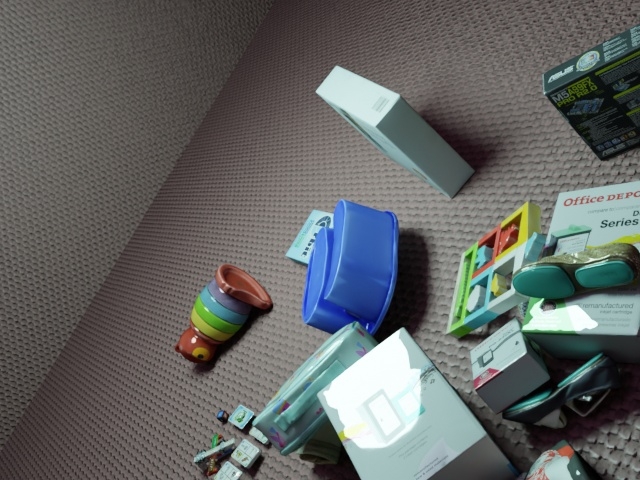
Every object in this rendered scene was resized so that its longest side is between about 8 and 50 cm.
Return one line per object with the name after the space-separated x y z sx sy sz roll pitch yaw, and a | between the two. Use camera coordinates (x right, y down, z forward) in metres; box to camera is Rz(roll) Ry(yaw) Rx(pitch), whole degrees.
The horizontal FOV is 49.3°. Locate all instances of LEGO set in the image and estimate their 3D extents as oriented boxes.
-0.210 0.499 1.699 0.182 0.060 0.244 -50 30 -20 | LEGO set

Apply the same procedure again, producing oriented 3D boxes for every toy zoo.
0.329 0.053 1.294 0.293 0.030 0.192 127 163 -59 | toy zoo

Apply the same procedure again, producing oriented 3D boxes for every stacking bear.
-0.297 0.225 1.976 0.289 0.175 0.164 -54 32 13 | stacking bear

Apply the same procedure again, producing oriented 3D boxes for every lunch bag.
0.000 0.286 1.340 0.279 0.108 0.224 -46 -3 2 | lunch bag

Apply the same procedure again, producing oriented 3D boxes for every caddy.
0.086 0.073 1.589 0.241 0.179 0.341 124 160 -48 | caddy

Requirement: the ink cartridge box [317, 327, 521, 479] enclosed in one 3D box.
0.161 0.327 1.147 0.197 0.198 0.270 -38 36 2 | ink cartridge box

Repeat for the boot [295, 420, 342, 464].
-0.018 0.388 1.498 0.213 0.077 0.165 -4 57 47 | boot

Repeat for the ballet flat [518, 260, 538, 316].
0.385 0.085 1.296 0.041 0.041 0.114 -7 53 51 | ballet flat

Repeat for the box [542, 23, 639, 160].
0.570 -0.272 1.236 0.270 0.216 0.060 -25 40 40 | box

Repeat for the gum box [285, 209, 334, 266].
0.000 0.000 1.903 0.184 0.041 0.157 14 70 58 | gum box

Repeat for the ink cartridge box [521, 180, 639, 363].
0.472 0.050 1.137 0.201 0.117 0.278 -7 54 51 | ink cartridge box

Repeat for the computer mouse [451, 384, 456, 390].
0.196 0.370 1.261 0.071 0.041 0.242 -15 47 48 | computer mouse

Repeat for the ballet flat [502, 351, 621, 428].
0.382 0.253 1.098 0.203 0.074 0.074 -39 33 26 | ballet flat

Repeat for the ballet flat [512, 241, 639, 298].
0.397 0.046 1.079 0.206 0.073 0.067 -11 25 46 | ballet flat

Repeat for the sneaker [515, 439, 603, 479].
0.312 0.354 0.940 0.145 0.270 0.090 -42 76 4 | sneaker

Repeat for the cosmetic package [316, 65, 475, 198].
0.173 -0.273 1.709 0.097 0.284 0.377 -52 30 6 | cosmetic package

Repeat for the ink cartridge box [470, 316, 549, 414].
0.316 0.209 1.183 0.109 0.063 0.150 -41 6 17 | ink cartridge box
